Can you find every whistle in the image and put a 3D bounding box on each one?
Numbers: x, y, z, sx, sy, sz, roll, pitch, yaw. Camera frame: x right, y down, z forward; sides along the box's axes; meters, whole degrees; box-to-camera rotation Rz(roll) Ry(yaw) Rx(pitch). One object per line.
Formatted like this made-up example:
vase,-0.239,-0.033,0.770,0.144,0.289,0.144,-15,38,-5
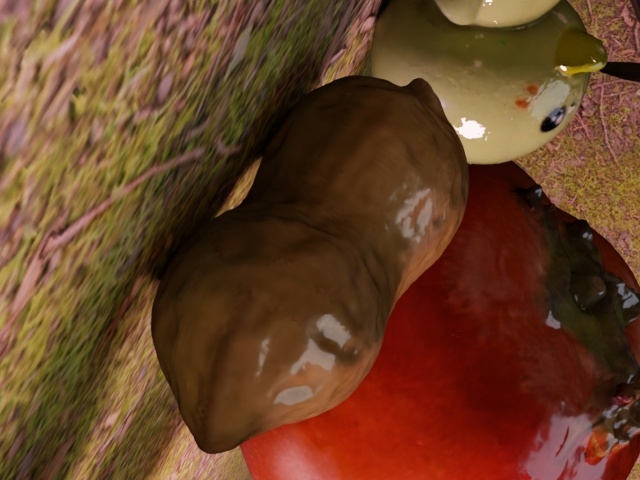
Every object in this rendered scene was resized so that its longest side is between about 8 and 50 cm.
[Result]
whistle,0.114,-0.153,0.689,0.141,0.141,0.294,-58,173,-42

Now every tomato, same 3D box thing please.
tomato,0.081,0.096,0.893,0.322,0.321,0.321,-62,175,-9

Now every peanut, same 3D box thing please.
peanut,0.000,0.000,0.555,0.263,0.101,0.117,-53,145,-49

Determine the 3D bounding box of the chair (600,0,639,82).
chair,0.251,-0.194,0.759,0.166,0.188,0.272,-24,-167,6
